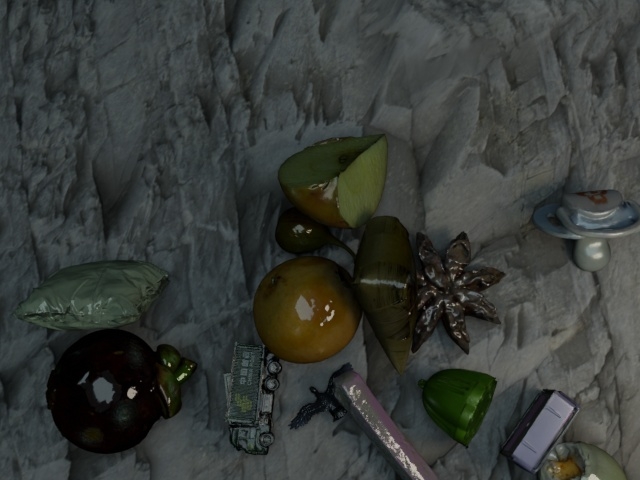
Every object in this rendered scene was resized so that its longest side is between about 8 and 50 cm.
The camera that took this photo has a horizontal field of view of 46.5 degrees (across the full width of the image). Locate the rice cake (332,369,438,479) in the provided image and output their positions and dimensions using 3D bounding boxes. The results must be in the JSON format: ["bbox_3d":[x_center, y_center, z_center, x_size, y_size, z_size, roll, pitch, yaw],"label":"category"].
[{"bbox_3d":[0.156,0.464,1.772,0.073,0.056,0.365,-35,86,-35],"label":"rice cake"}]

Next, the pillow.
[{"bbox_3d":[-0.541,0.133,1.777,0.310,0.283,0.138,-3,104,1],"label":"pillow"}]

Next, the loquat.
[{"bbox_3d":[-0.033,0.164,1.761,0.263,0.263,0.262,0,80,2],"label":"loquat"}]

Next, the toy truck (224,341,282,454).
[{"bbox_3d":[-0.161,0.382,1.800,0.121,0.088,0.258,5,78,2],"label":"toy truck"}]

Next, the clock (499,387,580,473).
[{"bbox_3d":[0.512,0.443,1.746,0.073,0.144,0.193,37,83,8],"label":"clock"}]

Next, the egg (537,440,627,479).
[{"bbox_3d":[0.609,0.567,1.705,0.183,0.183,0.217,-44,115,-6],"label":"egg"}]

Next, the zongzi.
[{"bbox_3d":[0.166,0.124,1.757,0.145,0.299,0.273,-7,35,14],"label":"zongzi"}]

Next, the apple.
[{"bbox_3d":[0.043,-0.153,1.833,0.254,0.179,0.346,43,40,-1],"label":"apple"}]

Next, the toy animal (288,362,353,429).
[{"bbox_3d":[0.016,0.392,1.814,0.220,0.062,0.108,-41,79,-19],"label":"toy animal"}]

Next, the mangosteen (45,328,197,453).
[{"bbox_3d":[-0.476,0.345,1.734,0.312,0.311,0.311,0,80,2],"label":"mangosteen"}]

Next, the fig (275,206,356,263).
[{"bbox_3d":[0.000,0.000,1.869,0.236,0.124,0.124,25,81,-5],"label":"fig"}]

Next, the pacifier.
[{"bbox_3d":[0.666,-0.013,1.831,0.279,0.227,0.207,-6,119,1],"label":"pacifier"}]

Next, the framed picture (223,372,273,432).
[{"bbox_3d":[-0.179,0.397,1.846,0.109,0.011,0.149,-9,80,0],"label":"framed picture"}]

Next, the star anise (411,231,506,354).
[{"bbox_3d":[0.297,0.126,1.827,0.332,0.117,0.331,-1,75,5],"label":"star anise"}]

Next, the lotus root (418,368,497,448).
[{"bbox_3d":[0.306,0.373,1.770,0.186,0.186,0.186,0,80,2],"label":"lotus root"}]
